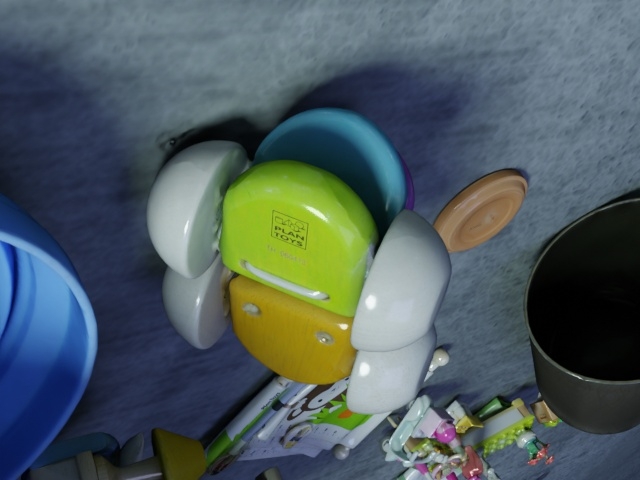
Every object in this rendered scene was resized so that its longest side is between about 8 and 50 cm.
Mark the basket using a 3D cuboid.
[{"bbox_3d":[0.270,0.087,1.049,0.204,0.154,0.227,-29,156,-10],"label":"basket"}]

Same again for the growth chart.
[{"bbox_3d":[0.004,0.142,0.973,0.237,0.021,0.172,5,132,-52],"label":"growth chart"}]

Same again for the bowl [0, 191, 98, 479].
[{"bbox_3d":[-0.285,0.089,0.475,0.391,0.077,0.391,-29,157,-13],"label":"bowl"}]

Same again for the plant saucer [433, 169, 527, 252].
[{"bbox_3d":[0.120,-0.019,0.852,0.083,0.013,0.083,-26,151,-16],"label":"plant saucer"}]

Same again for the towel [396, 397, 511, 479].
[{"bbox_3d":[0.164,0.238,1.300,0.152,0.023,0.113,-42,153,12],"label":"towel"}]

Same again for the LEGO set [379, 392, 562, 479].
[{"bbox_3d":[0.178,0.225,1.179,0.287,0.107,0.132,3,131,-44],"label":"LEGO set"}]

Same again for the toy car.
[{"bbox_3d":[0.000,0.000,0.636,0.182,0.159,0.136,91,24,-57],"label":"toy car"}]

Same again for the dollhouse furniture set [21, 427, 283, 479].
[{"bbox_3d":[-0.066,0.267,0.743,0.198,0.286,0.303,-12,164,-19],"label":"dollhouse furniture set"}]
